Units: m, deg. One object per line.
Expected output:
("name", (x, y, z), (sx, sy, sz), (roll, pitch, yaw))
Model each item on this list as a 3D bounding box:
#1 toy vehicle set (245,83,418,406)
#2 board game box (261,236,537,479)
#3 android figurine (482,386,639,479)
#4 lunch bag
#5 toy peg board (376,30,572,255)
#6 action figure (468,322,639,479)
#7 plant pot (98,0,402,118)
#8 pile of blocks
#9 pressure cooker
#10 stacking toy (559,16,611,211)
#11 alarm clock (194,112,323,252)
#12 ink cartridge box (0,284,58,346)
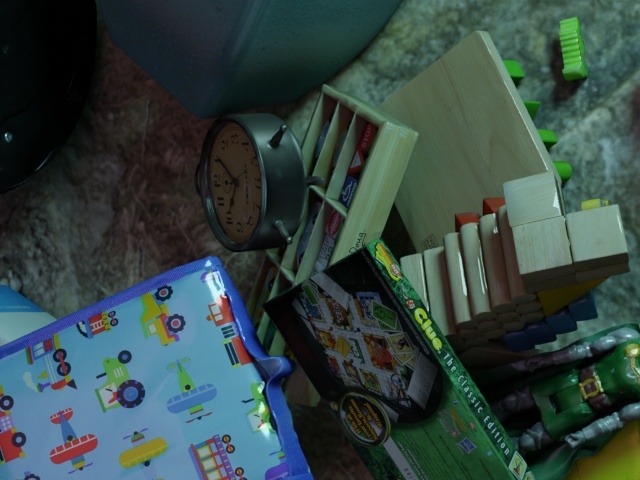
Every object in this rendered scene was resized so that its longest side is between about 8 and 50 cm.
("toy vehicle set", (0.000, 0.000, 1.198), (0.266, 0.035, 0.166), (-70, 24, 10))
("board game box", (0.068, 0.134, 1.082), (0.136, 0.030, 0.259), (-30, 94, 37))
("android figurine", (0.223, 0.248, 1.119), (0.248, 0.056, 0.272), (-21, 71, 26))
("lunch bag", (-0.157, 0.162, 1.154), (0.293, 0.138, 0.221), (-26, 74, 16))
("toy peg board", (0.143, -0.082, 1.193), (0.161, 0.079, 0.161), (-36, 69, 37))
("action figure", (0.209, 0.134, 1.084), (0.232, 0.063, 0.137), (-30, 72, 24))
("plant pot", (-0.074, -0.262, 1.220), (0.247, 0.248, 0.252), (43, 126, 23))
("pile of blocks", (0.141, 0.039, 1.124), (0.362, 0.149, 0.112), (-36, 50, 46))
("pressure cooker", (-0.500, -0.236, 1.358), (0.420, 0.375, 0.369), (6, 92, 27))
("stacking toy", (0.300, -0.107, 1.116), (0.167, 0.052, 0.221), (-11, 81, 26))
("alarm clock", (-0.072, -0.057, 1.231), (0.192, 0.064, 0.129), (8, 102, 55))
("ink cartridge box", (-0.311, 0.213, 1.364), (0.307, 0.129, 0.223), (30, 100, 26))
